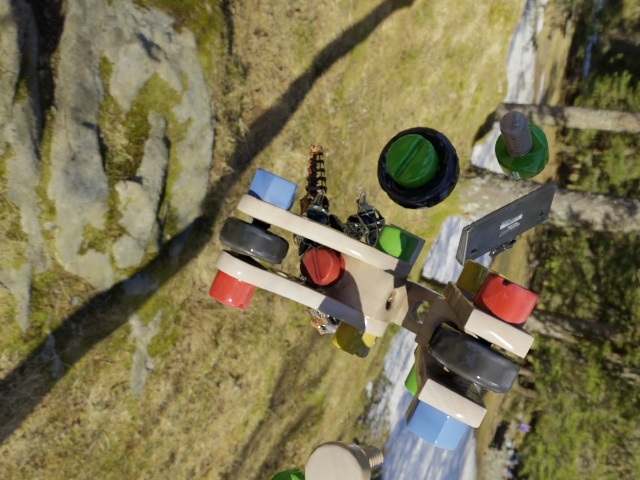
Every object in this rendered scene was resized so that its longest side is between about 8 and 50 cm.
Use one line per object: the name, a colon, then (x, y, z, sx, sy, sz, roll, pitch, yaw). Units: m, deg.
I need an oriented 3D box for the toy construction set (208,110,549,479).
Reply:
toy construction set: (0.062, 0.089, 0.457, 0.237, 0.257, 0.309, 26, 66, -61)

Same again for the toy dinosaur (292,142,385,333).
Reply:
toy dinosaur: (0.000, 0.000, 0.929, 0.164, 0.218, 0.322, -26, 92, -20)

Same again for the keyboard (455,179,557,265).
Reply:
keyboard: (0.279, -0.021, 0.804, 0.180, 0.023, 0.108, -25, 137, -18)

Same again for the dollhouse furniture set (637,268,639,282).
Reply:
dollhouse furniture set: (0.430, -0.093, 0.616, 0.286, 0.198, 0.304, 87, -11, -77)
